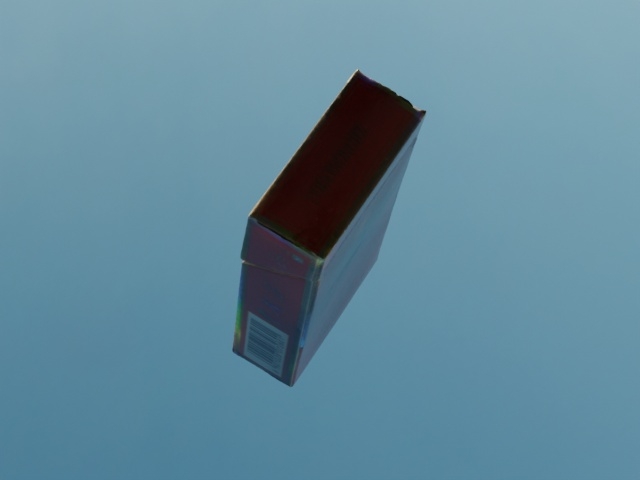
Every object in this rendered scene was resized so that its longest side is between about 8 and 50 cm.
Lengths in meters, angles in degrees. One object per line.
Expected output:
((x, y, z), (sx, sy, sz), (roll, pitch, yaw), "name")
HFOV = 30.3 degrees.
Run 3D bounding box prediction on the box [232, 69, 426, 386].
((-0.001, -0.001, 0.670), (0.048, 0.175, 0.112), (31, -118, 9), "box")
